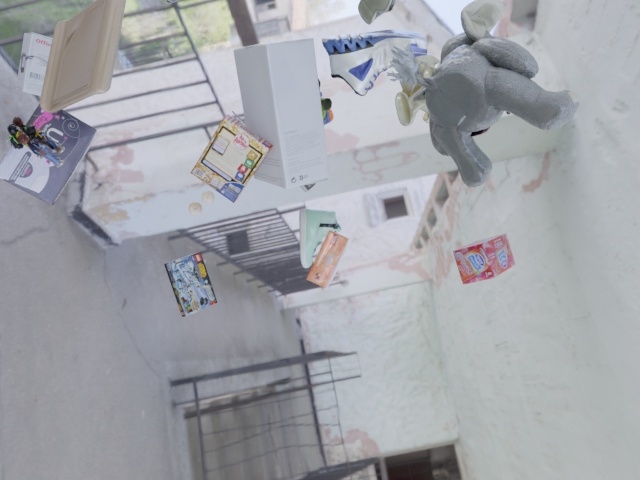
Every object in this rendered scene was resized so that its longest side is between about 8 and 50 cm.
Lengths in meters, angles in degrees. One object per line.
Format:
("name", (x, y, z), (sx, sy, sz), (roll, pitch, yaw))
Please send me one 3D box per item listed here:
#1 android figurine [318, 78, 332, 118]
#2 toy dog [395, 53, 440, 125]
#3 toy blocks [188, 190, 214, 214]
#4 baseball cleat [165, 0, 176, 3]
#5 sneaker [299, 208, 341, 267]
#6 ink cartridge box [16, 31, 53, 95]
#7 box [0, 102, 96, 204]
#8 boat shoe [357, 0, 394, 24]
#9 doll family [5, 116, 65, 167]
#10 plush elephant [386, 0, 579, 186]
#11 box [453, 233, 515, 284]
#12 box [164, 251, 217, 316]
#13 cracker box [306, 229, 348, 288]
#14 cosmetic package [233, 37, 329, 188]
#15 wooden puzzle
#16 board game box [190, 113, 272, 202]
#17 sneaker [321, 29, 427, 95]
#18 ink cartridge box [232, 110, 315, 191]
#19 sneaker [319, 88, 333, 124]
("android figurine", (-0.080, -0.509, 1.728), (0.273, 0.056, 0.248), (25, -20, 47))
("toy dog", (0.551, -0.694, 2.374), (0.284, 0.408, 0.395), (-47, -124, 41))
("toy blocks", (-0.498, -0.159, 2.132), (0.054, 0.123, 0.148), (48, -6, -13))
("baseball cleat", (-0.432, -0.658, 1.291), (0.072, 0.206, 0.109), (122, -45, -68))
("sneaker", (0.000, 0.000, 1.824), (0.094, 0.151, 0.256), (-97, -173, -49))
("ink cartridge box", (-0.722, -0.455, 1.341), (0.109, 0.063, 0.150), (4, 103, -48))
("box", (-0.767, -0.244, 1.434), (0.247, 0.163, 0.142), (-63, -156, -11))
("boat shoe", (0.239, -0.933, 1.946), (0.127, 0.113, 0.340), (53, -4, -5))
("doll family", (-0.695, -0.243, 1.232), (0.076, 0.193, 0.111), (-60, 146, -18))
("plush elephant", (0.312, -0.319, 1.022), (0.255, 0.330, 0.272), (-52, 178, -38))
("box", (0.595, 0.063, 1.838), (0.257, 0.122, 0.128), (-13, 86, -52))
("box", (-0.315, 0.106, 1.245), (0.094, 0.027, 0.137), (-21, 96, -45))
("cracker box", (0.026, 0.057, 1.527), (0.232, 0.067, 0.156), (48, 67, -86))
("cosmetic package", (-0.109, -0.358, 1.441), (0.217, 0.156, 0.385), (26, -53, 53))
("wooden puzzle", (-0.493, -0.386, 1.066), (0.044, 0.238, 0.221), (18, 75, -52))
("board game box", (-0.243, -0.220, 1.387), (0.147, 0.193, 0.045), (36, 25, -8))
("sneaker", (0.166, -0.548, 1.583), (0.127, 0.315, 0.182), (-85, 172, -60))
("ink cartridge box", (-0.162, -0.340, 1.892), (0.307, 0.072, 0.303), (51, 3, 15))
("sneaker", (-0.035, -0.509, 1.880), (0.083, 0.087, 0.221), (14, -33, 55))
